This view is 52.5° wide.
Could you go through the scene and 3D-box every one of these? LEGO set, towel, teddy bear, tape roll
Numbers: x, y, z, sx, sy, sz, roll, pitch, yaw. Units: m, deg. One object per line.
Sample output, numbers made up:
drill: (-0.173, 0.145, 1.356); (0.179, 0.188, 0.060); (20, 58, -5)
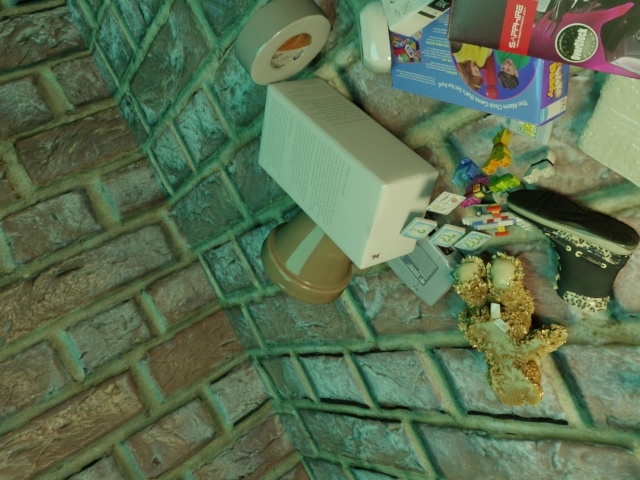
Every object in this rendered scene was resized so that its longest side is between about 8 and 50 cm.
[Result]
LEGO set: (0.336, -0.150, 1.230); (0.087, 0.093, 0.227); (36, 151, -20)
LEGO set: (0.295, -0.030, 1.301); (0.244, 0.182, 0.060); (130, 149, -57)
towel: (0.529, -0.149, 0.956); (0.282, 0.049, 0.187); (43, 144, 30)
teddy bear: (0.399, 0.181, 1.390); (0.245, 0.113, 0.338); (-34, 84, 44)
tape roll: (-0.085, -0.454, 1.474); (0.072, 0.219, 0.219); (55, 150, 11)

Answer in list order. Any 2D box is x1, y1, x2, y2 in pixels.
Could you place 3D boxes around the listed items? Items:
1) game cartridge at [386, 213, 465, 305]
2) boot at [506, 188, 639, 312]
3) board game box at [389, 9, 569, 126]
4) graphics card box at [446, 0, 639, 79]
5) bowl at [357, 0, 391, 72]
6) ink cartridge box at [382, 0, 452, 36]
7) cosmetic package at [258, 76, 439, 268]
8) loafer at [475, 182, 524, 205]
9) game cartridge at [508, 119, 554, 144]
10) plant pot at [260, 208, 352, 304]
game cartridge: (0.216, 0.008, 1.568); (0.294, 0.060, 0.196); (52, 146, 16)
boot: (0.438, 0.020, 1.185); (0.236, 0.085, 0.179); (27, 137, 30)
board game box: (0.269, -0.359, 1.148); (0.347, 0.078, 0.233); (29, 137, 43)
graphics card box: (0.366, -0.354, 0.866); (0.370, 0.094, 0.233); (19, 133, 19)
bowl: (0.106, -0.406, 1.298); (0.142, 0.053, 0.142); (-83, -12, -82)
ink cartridge box: (0.226, -0.482, 1.024); (0.332, 0.065, 0.165); (-25, 71, 45)
cosmetic package: (0.043, -0.171, 1.500); (0.453, 0.161, 0.230); (48, 140, 36)
loafer: (0.349, -0.086, 1.292); (0.125, 0.039, 0.045); (-11, 104, 59)
game cartridge: (0.378, -0.212, 1.167); (0.083, 0.017, 0.056); (35, 138, 38)
plant pot: (0.000, 0.000, 1.740); (0.263, 0.263, 0.229); (49, 130, 21)
